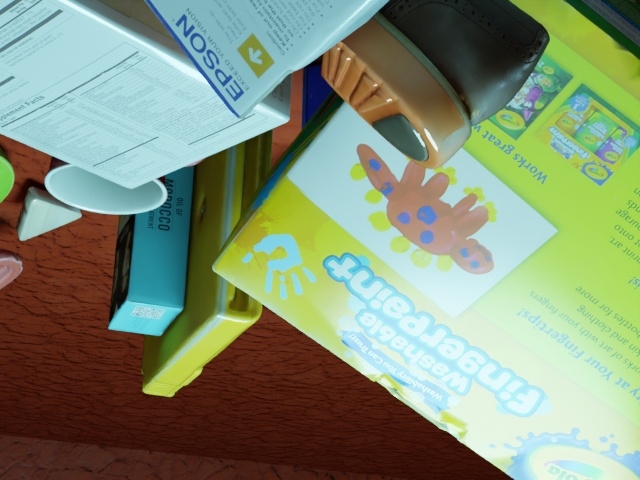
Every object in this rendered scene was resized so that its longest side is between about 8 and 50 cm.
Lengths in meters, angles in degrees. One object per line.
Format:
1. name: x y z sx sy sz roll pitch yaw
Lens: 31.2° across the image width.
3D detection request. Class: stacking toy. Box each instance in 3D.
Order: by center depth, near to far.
1. stacking toy: -0.487 -0.053 1.446 0.279 0.130 0.309 -32 151 11

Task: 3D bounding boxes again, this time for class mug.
1. mug: -0.179 -0.122 1.101 0.150 0.169 0.113 6 157 -11

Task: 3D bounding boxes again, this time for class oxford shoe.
1. oxford shoe: 0.001 -0.221 0.774 0.363 0.133 0.130 49 172 0

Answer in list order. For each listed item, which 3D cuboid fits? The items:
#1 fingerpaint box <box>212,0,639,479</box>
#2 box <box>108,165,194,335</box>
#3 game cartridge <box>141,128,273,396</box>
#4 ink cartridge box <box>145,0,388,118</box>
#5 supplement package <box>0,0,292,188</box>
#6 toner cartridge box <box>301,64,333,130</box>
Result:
1. fingerpaint box: 0.199 -0.005 0.972 0.445 0.163 0.371 35 121 -8
2. box: -0.178 -0.030 1.223 0.060 0.244 0.100 10 156 -19
3. game cartridge: -0.127 -0.002 1.238 0.053 0.285 0.323 10 157 -17
4. ink cartridge box: -0.050 -0.269 0.613 0.324 0.071 0.330 53 146 -3
5. supplement package: -0.178 -0.196 0.882 0.198 0.199 0.263 -18 150 39
6. toner cartridge box: 0.156 -0.104 1.121 0.348 0.165 0.075 -4 159 17
